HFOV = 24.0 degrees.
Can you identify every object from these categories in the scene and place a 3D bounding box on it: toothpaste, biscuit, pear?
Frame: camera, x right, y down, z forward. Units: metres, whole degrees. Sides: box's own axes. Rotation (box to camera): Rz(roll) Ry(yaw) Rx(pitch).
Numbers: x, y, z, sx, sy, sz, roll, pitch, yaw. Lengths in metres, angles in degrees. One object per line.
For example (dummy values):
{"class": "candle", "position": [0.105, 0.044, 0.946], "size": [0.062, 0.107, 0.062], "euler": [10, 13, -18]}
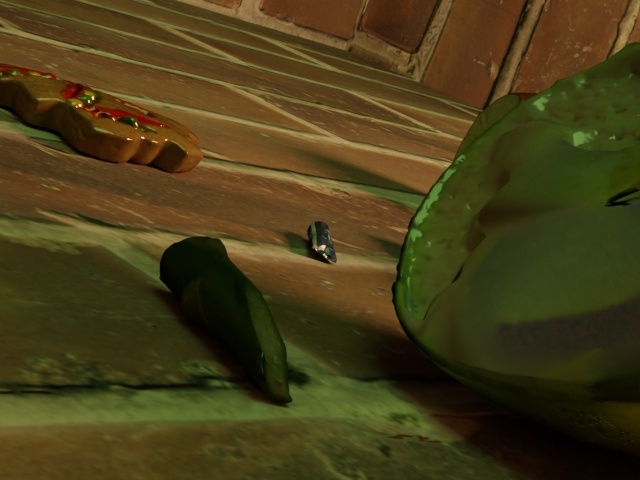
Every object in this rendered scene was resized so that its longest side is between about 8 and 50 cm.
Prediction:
{"class": "toothpaste", "position": [0.000, 0.000, 1.255], "size": [0.027, 0.019, 0.083], "euler": [36, 11, -14]}
{"class": "biscuit", "position": [-0.218, -0.121, 1.386], "size": [0.239, 0.041, 0.212], "euler": [24, 13, 12]}
{"class": "pear", "position": [0.253, 0.018, 0.992], "size": [0.399, 0.399, 0.165], "euler": [38, -21, 58]}

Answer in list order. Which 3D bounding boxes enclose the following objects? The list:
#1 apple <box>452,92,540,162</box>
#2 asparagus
{"class": "apple", "position": [0.247, -0.084, 1.738], "size": [0.160, 0.173, 0.195], "euler": [13, 17, -27]}
{"class": "asparagus", "position": [-0.050, 0.042, 0.879], "size": [0.045, 0.041, 0.178], "euler": [6, 17, -27]}
